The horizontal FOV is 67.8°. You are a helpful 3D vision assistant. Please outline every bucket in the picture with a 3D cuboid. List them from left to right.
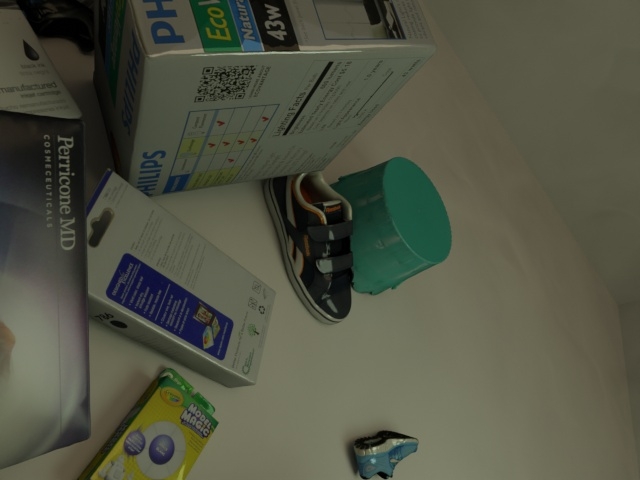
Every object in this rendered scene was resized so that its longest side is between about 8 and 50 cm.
[{"bbox_3d":[0.144,-0.036,1.038,0.281,0.183,0.281,25,54,-39],"label":"bucket"}]

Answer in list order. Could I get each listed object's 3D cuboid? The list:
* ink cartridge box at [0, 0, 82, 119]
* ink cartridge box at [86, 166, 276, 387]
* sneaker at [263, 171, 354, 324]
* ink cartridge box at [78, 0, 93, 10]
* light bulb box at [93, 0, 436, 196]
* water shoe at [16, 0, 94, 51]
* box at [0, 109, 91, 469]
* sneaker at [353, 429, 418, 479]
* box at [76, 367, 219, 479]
[{"bbox_3d":[-0.448,-0.221,0.547,0.197,0.114,0.273,-34,95,-50],"label":"ink cartridge box"},{"bbox_3d":[-0.202,0.067,0.662,0.332,0.065,0.165,44,42,-36],"label":"ink cartridge box"},{"bbox_3d":[0.000,0.000,0.910,0.126,0.127,0.321,-19,86,-52],"label":"sneaker"},{"bbox_3d":[-0.314,-0.455,0.741,0.283,0.117,0.207,22,51,-55],"label":"ink cartridge box"},{"bbox_3d":[-0.108,-0.245,0.670,0.361,0.358,0.225,-13,78,-29],"label":"light bulb box"},{"bbox_3d":[-0.414,-0.346,0.688,0.203,0.073,0.080,9,65,-44],"label":"water shoe"},{"bbox_3d":[-0.360,0.039,0.370,0.294,0.182,0.296,-5,99,-49],"label":"box"},{"bbox_3d":[0.120,0.399,0.883,0.162,0.063,0.073,8,81,-41],"label":"sneaker"},{"bbox_3d":[-0.206,0.258,0.605,0.105,0.043,0.179,49,39,-17],"label":"box"}]
